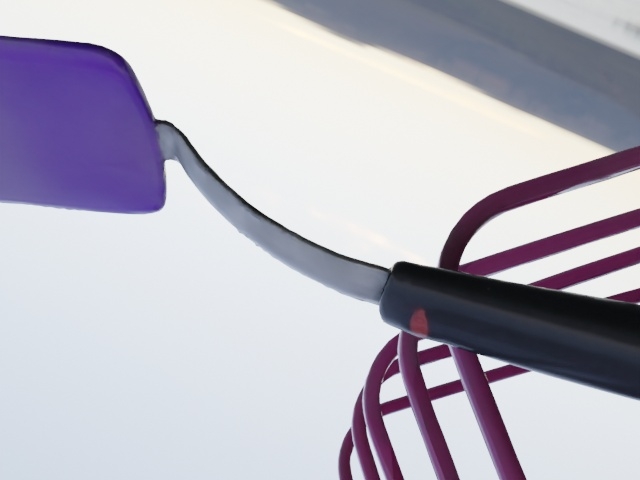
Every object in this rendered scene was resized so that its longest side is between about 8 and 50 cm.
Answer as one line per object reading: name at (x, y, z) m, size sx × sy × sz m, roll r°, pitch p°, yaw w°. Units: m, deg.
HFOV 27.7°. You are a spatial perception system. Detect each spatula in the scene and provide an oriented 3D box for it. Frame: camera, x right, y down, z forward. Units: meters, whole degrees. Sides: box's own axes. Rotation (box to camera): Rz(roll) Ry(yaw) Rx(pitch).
spatula at (0.000, 0.000, 0.351) m, size 0.296 × 0.030 × 0.084 m, roll 20°, pitch 151°, yaw 15°

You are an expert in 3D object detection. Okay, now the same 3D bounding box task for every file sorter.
file sorter at (0.126, 0.093, 0.481) m, size 0.202 × 0.182 × 0.291 m, roll -15°, pitch 162°, yaw -11°
